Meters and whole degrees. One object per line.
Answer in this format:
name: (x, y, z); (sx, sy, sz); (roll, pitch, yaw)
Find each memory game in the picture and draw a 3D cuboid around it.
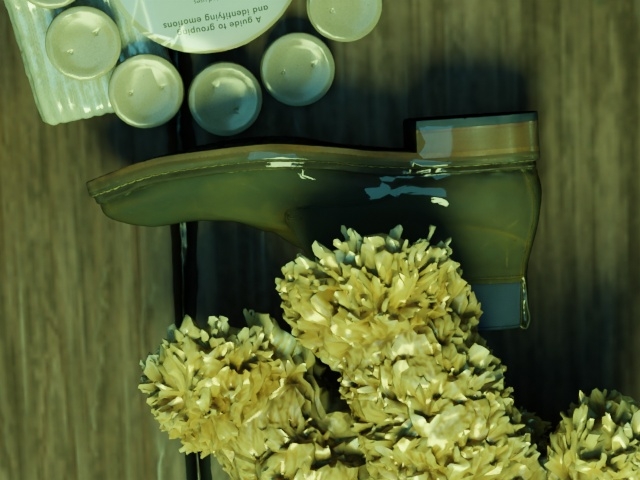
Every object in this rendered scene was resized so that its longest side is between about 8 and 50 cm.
memory game: (-0.056, -0.141, 0.822); (0.186, 0.012, 0.186); (-2, 101, -9)

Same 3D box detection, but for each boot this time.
boot: (0.000, 0.000, 0.823); (0.219, 0.082, 0.106); (-6, 95, 5)

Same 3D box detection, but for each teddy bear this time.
teddy bear: (0.060, 0.147, 0.792); (0.245, 0.113, 0.338); (-17, 109, 13)

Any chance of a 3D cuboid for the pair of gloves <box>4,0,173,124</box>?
pair of gloves: (-0.201, -0.148, 0.842); (0.240, 0.042, 0.204); (-7, 98, 8)
